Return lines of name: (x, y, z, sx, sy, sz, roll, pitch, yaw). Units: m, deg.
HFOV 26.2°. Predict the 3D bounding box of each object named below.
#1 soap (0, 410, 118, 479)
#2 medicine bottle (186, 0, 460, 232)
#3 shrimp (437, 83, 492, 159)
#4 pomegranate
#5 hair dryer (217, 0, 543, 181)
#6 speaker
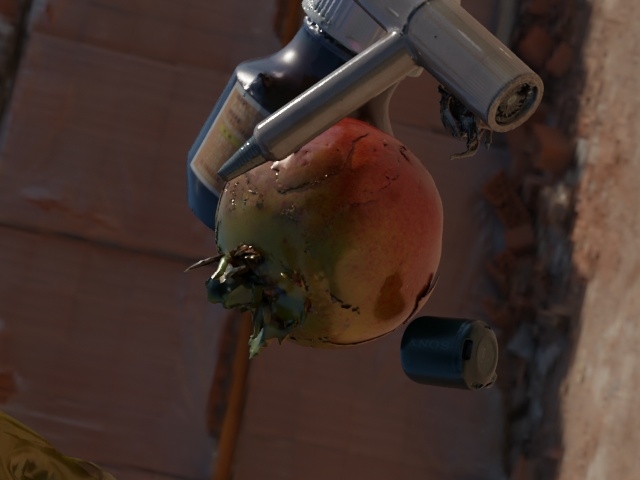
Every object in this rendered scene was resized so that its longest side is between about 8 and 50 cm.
soap: (-0.330, 0.154, 0.963, 0.169, 0.338, 0.304, -57, -19, 3)
medicine bottle: (0.003, -0.181, 1.713, 0.395, 0.242, 0.242, -62, 10, 23)
shrimp: (0.174, -0.149, 1.641, 0.190, 0.074, 0.073, -97, 14, -63)
pomegranate: (0.000, 0.000, 1.218, 0.235, 0.210, 0.210, -39, -16, -29)
hair dryer: (0.026, -0.099, 1.026, 0.220, 0.195, 0.053, -43, -34, 1)
speaker: (0.116, 0.105, 1.180, 0.094, 0.075, 0.060, 53, -128, -41)
